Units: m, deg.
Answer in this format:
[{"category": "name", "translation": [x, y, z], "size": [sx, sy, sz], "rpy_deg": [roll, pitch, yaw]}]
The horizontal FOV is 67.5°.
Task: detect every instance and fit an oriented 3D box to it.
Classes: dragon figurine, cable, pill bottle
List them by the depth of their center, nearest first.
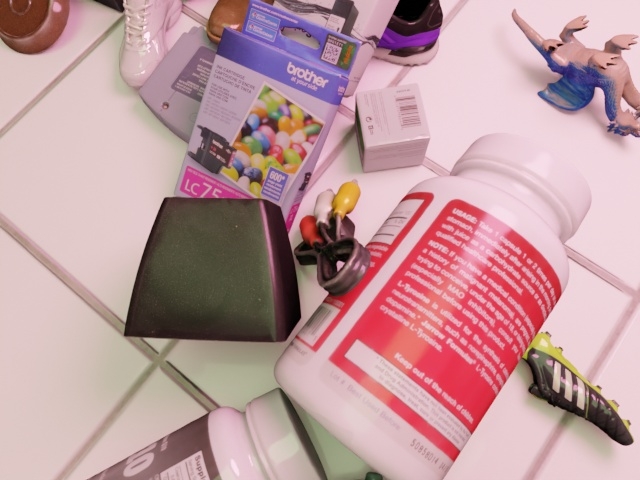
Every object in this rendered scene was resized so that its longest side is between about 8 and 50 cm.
[{"category": "pill bottle", "translation": [-0.145, 0.304, 0.574], "size": [0.283, 0.161, 0.161], "rpy_deg": [-28, 72, -6]}, {"category": "pill bottle", "translation": [0.150, 0.072, 0.597], "size": [0.229, 0.229, 0.407], "rpy_deg": [36, 78, 14]}, {"category": "cable", "translation": [0.000, 0.000, 0.627], "size": [0.139, 0.287, 0.072], "rpy_deg": [-40, 101, 16]}, {"category": "dragon figurine", "translation": [0.410, -0.268, 0.769], "size": [0.085, 0.144, 0.289], "rpy_deg": [-45, 56, -9]}]

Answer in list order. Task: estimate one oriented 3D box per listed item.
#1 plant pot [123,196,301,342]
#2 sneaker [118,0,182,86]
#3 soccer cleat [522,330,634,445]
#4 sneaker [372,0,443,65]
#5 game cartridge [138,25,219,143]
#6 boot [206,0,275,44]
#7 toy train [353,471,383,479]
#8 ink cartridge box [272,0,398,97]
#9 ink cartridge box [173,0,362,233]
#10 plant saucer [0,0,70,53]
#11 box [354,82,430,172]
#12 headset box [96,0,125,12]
[{"category": "plant pot", "translation": [-0.126, 0.030, 0.627], "size": [0.188, 0.187, 0.167], "rpy_deg": [1, 89, 4]}, {"category": "sneaker", "translation": [-0.314, -0.381, 0.831], "size": [0.090, 0.115, 0.232], "rpy_deg": [3, 72, 4]}, {"category": "soccer cleat", "translation": [0.327, 0.202, 0.639], "size": [0.072, 0.060, 0.179], "rpy_deg": [-40, 67, 0]}, {"category": "sneaker", "translation": [0.059, -0.376, 0.792], "size": [0.293, 0.146, 0.102], "rpy_deg": [0, 72, 3]}, {"category": "game cartridge", "translation": [-0.146, -0.233, 0.808], "size": [0.294, 0.060, 0.196], "rpy_deg": [28, 72, 12]}, {"category": "boot", "translation": [-0.106, -0.463, 0.828], "size": [0.112, 0.115, 0.305], "rpy_deg": [26, 68, 9]}, {"category": "toy train", "translation": [0.144, 0.352, 0.525], "size": [0.334, 0.190, 0.142], "rpy_deg": [7, 72, 5]}, {"category": "ink cartridge box", "translation": [0.018, -0.339, 0.705], "size": [0.153, 0.087, 0.208], "rpy_deg": [32, 114, 13]}, {"category": "ink cartridge box", "translation": [-0.084, -0.170, 0.696], "size": [0.186, 0.065, 0.311], "rpy_deg": [26, 107, 9]}, {"category": "plant saucer", "translation": [-0.540, -0.430, 0.876], "size": [0.168, 0.029, 0.168], "rpy_deg": [0, 92, 11]}, {"category": "box", "translation": [0.109, -0.175, 0.755], "size": [0.102, 0.087, 0.101], "rpy_deg": [-8, 71, 1]}, {"category": "headset box", "translation": [-0.458, -0.573, 0.834], "size": [0.283, 0.246, 0.131], "rpy_deg": [27, 76, 12]}]
